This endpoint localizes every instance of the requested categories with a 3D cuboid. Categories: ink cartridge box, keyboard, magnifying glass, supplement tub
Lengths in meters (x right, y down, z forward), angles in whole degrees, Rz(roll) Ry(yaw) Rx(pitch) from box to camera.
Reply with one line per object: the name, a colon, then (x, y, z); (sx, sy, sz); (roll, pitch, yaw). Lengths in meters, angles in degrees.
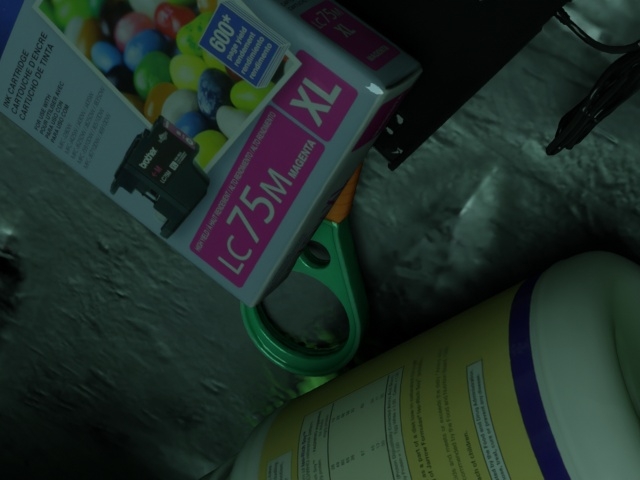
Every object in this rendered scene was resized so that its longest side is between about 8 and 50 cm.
ink cartridge box: (-0.113, -0.121, 0.851); (0.311, 0.065, 0.185); (39, 125, 9)
keyboard: (0.121, -0.147, 0.785); (0.201, 0.033, 0.317); (45, 131, -2)
magnifying glass: (0.000, 0.000, 0.915); (0.092, 0.026, 0.231); (24, 128, 13)
supplement tub: (0.092, 0.178, 0.874); (0.331, 0.241, 0.241); (-30, 106, 28)
